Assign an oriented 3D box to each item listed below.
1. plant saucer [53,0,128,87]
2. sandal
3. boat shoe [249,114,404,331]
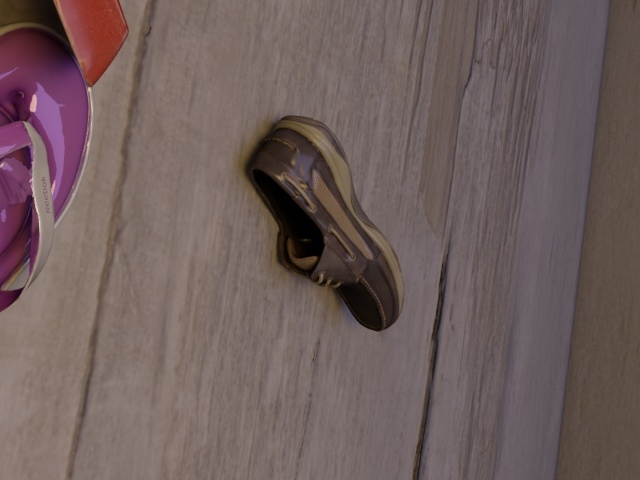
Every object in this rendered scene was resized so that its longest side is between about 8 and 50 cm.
[{"bbox_3d":[-0.222,-0.279,0.623,0.047,0.258,0.259,-19,115,-9],"label":"plant saucer"},{"bbox_3d":[-0.306,-0.010,0.654,0.169,0.102,0.416,42,63,-45],"label":"sandal"},{"bbox_3d":[0.000,0.000,1.040,0.130,0.132,0.355,-43,118,-28],"label":"boat shoe"}]
